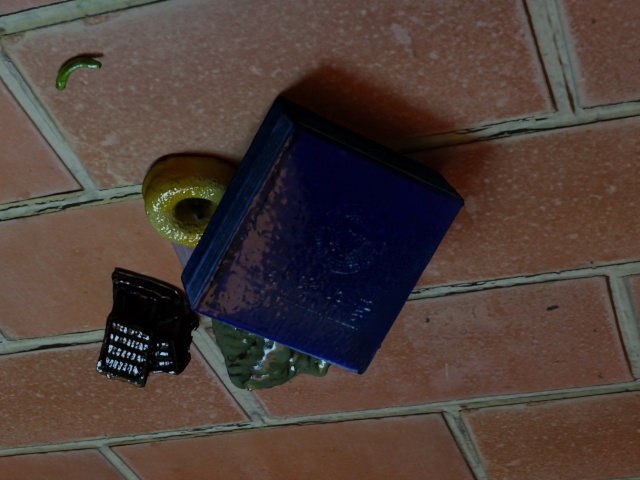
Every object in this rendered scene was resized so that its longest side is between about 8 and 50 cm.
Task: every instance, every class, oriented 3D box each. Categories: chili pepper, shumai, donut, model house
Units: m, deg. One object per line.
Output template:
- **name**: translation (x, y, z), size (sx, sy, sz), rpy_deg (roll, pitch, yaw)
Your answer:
- **chili pepper**: translation (-0.306, -0.210, 1.616), size (0.030, 0.017, 0.083), rpy_deg (31, 139, -32)
- **shumai**: translation (-0.027, 0.097, 1.894), size (0.218, 0.189, 0.256), rpy_deg (6, 129, -31)
- **donut**: translation (-0.170, -0.049, 1.765), size (0.152, 0.058, 0.152), rpy_deg (-1, 133, -1)
- **model house**: translation (-0.266, 0.151, 1.984), size (0.165, 0.152, 0.106), rpy_deg (18, 147, -15)

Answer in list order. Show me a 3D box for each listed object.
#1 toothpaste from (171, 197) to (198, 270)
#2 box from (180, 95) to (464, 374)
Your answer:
- **toothpaste**: translation (-0.190, 0.000, 1.866), size (0.067, 0.043, 0.194), rpy_deg (-4, 135, 10)
- **box**: translation (0.000, 0.000, 1.672), size (0.261, 0.116, 0.279), rpy_deg (22, 107, -24)
